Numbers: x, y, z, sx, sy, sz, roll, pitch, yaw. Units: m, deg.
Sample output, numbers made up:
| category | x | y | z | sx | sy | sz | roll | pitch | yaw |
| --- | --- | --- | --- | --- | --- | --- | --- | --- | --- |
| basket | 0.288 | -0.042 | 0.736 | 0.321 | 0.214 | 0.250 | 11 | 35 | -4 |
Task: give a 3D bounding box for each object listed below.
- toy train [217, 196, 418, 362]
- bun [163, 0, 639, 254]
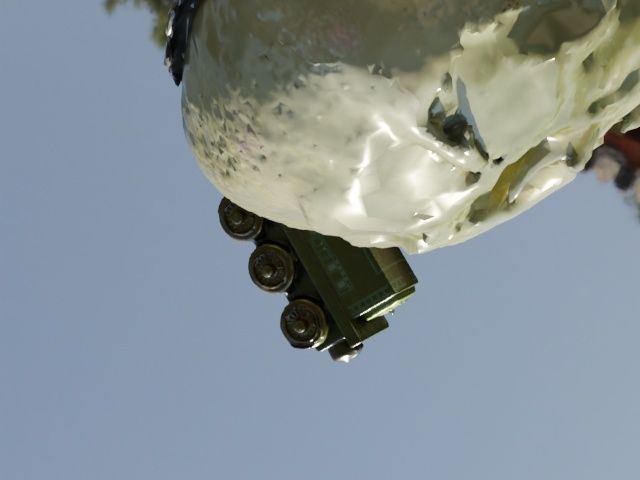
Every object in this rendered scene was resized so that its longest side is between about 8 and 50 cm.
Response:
| category | x | y | z | sx | sy | sz | roll | pitch | yaw |
| --- | --- | --- | --- | --- | --- | --- | --- | --- | --- |
| toy train | 0.000 | 0.000 | 1.134 | 0.225 | 0.137 | 0.090 | 60 | -153 | 4 |
| bun | 0.057 | -0.076 | 0.511 | 0.239 | 0.239 | 0.141 | -18 | -109 | -37 |
